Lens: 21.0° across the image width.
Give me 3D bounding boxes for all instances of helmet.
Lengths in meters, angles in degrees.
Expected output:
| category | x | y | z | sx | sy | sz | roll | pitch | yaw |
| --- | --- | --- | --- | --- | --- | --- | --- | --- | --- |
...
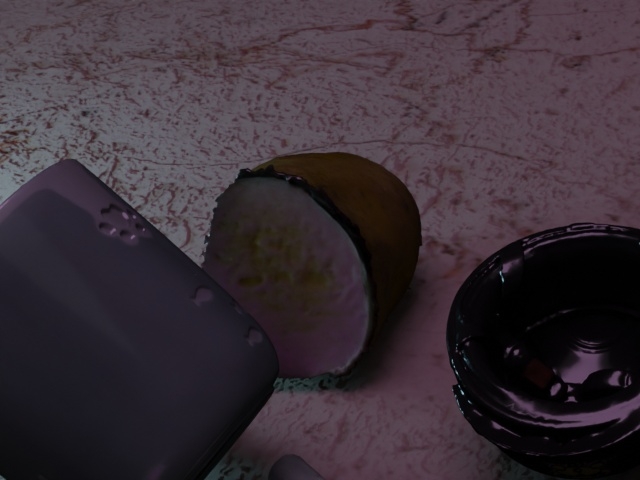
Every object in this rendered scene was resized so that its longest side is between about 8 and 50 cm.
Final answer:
| category | x | y | z | sx | sy | sz | roll | pitch | yaw |
| --- | --- | --- | --- | --- | --- | --- | --- | --- | --- |
| helmet | 0.234 | 0.121 | 1.531 | 0.230 | 0.160 | 0.279 | -3 | 45 | 16 |

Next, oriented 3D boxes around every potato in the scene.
| category | x | y | z | sx | sy | sz | roll | pitch | yaw |
| --- | --- | --- | --- | --- | --- | --- | --- | --- | --- |
| potato | 0.000 | 0.000 | 1.815 | 0.229 | 0.229 | 0.266 | 1 | 16 | 21 |

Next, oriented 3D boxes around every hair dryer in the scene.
| category | x | y | z | sx | sy | sz | roll | pitch | yaw |
| --- | --- | --- | --- | --- | --- | --- | --- | --- | --- |
| hair dryer | -0.049 | 0.223 | 1.484 | 0.183 | 0.044 | 0.155 | 17 | 9 | -35 |

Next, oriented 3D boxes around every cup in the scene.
| category | x | y | z | sx | sy | sz | roll | pitch | yaw |
| --- | --- | --- | --- | --- | --- | --- | --- | --- | --- |
| cup | -0.200 | 0.120 | 1.588 | 0.259 | 0.274 | 0.357 | -49 | -6 | -7 |
